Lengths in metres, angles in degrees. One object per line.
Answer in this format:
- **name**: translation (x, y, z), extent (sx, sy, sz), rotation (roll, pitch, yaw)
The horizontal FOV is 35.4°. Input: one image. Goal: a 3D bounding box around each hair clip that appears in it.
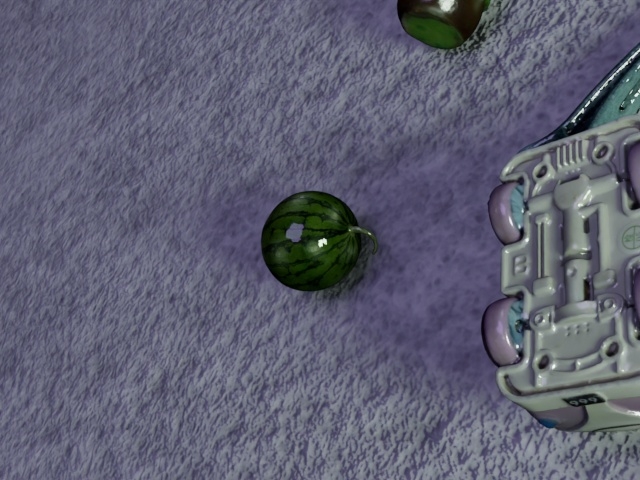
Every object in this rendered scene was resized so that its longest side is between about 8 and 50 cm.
- **hair clip**: translation (0.277, -0.145, 0.818), extent (0.275, 0.048, 0.083), rotation (-49, 38, 9)

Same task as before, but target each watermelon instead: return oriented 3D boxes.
- **watermelon**: translation (-0.006, -0.002, 0.967), extent (0.109, 0.109, 0.109), rotation (-23, 52, 34)

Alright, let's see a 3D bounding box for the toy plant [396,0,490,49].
- **toy plant**: translation (0.136, -0.278, 0.996), extent (0.093, 0.093, 0.162), rotation (8, 73, 46)

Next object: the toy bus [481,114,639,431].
- **toy bus**: translation (0.208, 0.033, 0.705), extent (0.142, 0.142, 0.202), rotation (-16, 56, 38)
